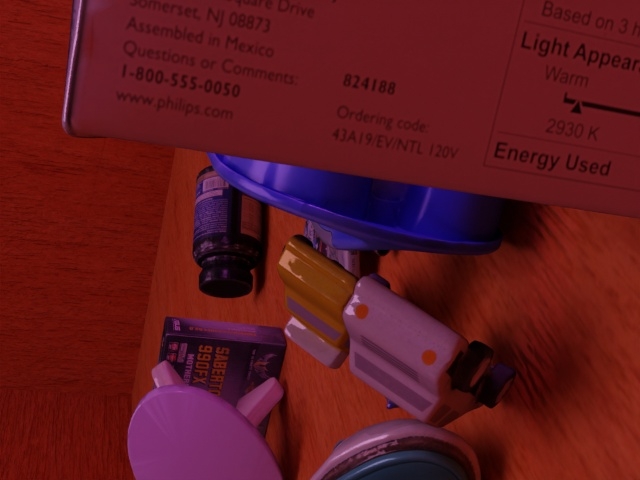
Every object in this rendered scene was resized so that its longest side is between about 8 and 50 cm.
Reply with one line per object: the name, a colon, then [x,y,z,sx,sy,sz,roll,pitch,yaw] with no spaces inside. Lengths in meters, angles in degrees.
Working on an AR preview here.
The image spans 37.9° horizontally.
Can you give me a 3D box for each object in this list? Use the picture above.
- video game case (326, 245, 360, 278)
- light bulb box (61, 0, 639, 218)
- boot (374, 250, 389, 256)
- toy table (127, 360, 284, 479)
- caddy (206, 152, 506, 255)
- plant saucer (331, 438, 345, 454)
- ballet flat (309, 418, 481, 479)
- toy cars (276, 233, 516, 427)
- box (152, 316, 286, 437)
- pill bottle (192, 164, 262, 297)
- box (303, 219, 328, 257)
video game case: [0.024,-0.027,1.103,0.157,0.019,0.143,-132,40,-77]
light bulb box: [0.075,-0.214,0.453,0.225,0.357,0.361,-137,57,-69]
boot: [0.073,-0.045,0.987,0.087,0.042,0.118,-108,27,-43]
toy table: [-0.157,0.302,1.322,0.161,0.252,0.274,-109,-4,-76]
caddy: [0.027,-0.083,0.791,0.341,0.241,0.179,-127,50,-69]
plant saucer: [0.031,0.278,1.017,0.119,0.021,0.119,-173,90,-74]
ballet flat: [0.035,0.265,0.854,0.139,0.139,0.400,-102,23,-49]
toy cars: [0.040,0.081,0.763,0.087,0.176,0.393,-56,16,-2]
box: [-0.166,0.236,1.441,0.056,0.183,0.231,-112,33,-62]
pill bottle: [-0.163,-0.016,1.646,0.123,0.122,0.219,127,147,-61]
box: [0.000,0.000,1.236,0.094,0.027,0.137,-165,82,-76]
